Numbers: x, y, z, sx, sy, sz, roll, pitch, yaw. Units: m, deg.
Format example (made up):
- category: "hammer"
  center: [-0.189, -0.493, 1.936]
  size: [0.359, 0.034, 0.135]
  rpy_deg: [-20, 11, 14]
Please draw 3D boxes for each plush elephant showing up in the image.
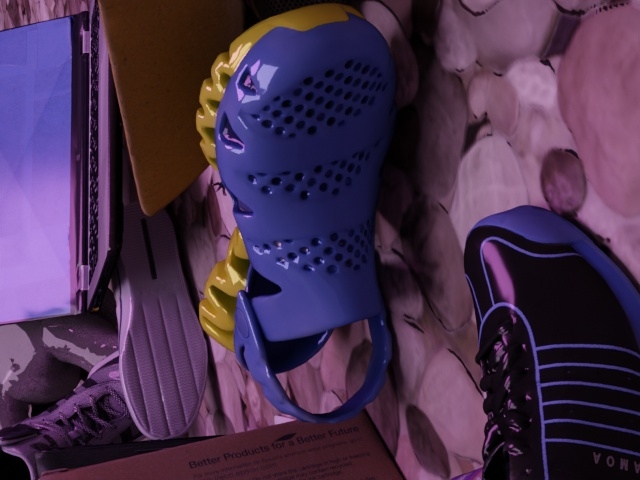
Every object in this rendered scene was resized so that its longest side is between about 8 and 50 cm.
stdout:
- category: "plush elephant"
  center: [-0.347, 0.145, 1.429]
  size: [0.330, 0.255, 0.272]
  rpy_deg: [38, 99, 13]

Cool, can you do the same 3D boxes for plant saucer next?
- category: "plant saucer"
  center: [-0.094, -0.236, 0.706]
  size: [0.333, 0.081, 0.332]
  rpy_deg: [94, 171, -60]

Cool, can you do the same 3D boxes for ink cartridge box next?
- category: "ink cartridge box"
  center: [-0.045, 0.223, 0.706]
  size: [0.193, 0.235, 0.088]
  rpy_deg: [-122, 32, -44]

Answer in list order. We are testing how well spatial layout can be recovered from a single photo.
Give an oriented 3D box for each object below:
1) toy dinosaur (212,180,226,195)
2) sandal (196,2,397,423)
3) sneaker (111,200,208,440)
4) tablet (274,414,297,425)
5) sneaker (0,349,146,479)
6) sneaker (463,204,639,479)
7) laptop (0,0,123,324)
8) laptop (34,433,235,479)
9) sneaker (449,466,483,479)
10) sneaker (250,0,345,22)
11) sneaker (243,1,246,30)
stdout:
- category: "toy dinosaur"
  center: [-0.057, -0.054, 0.905]
  size: [0.090, 0.047, 0.082]
  rpy_deg: [-11, -100, -79]
- category: "sandal"
  center: [0.000, 0.000, 0.673]
  size: [0.317, 0.126, 0.138]
  rpy_deg: [93, 152, -48]
- category: "sneaker"
  center: [-0.173, 0.088, 1.174]
  size: [0.091, 0.094, 0.258]
  rpy_deg: [118, 146, -70]
- category: "tablet"
  center: [-0.021, 0.178, 0.932]
  size: [0.083, 0.006, 0.054]
  rpy_deg: [169, 91, -67]
- category: "sneaker"
  center: [-0.264, 0.209, 1.193]
  size: [0.101, 0.268, 0.153]
  rpy_deg: [56, -169, -1]
- category: "sneaker"
  center: [0.104, 0.081, 0.473]
  size: [0.081, 0.090, 0.232]
  rpy_deg: [106, 146, -47]
- category: "laptop"
  center: [-0.355, -0.116, 1.215]
  size: [0.408, 0.236, 0.382]
  rpy_deg: [135, 134, -67]
- category: "laptop"
  center: [-0.149, 0.321, 0.961]
  size: [0.136, 0.234, 0.264]
  rpy_deg: [-38, -59, -77]
- category: "sneaker"
  center: [0.103, 0.180, 0.498]
  size: [0.095, 0.104, 0.236]
  rpy_deg: [64, 176, -32]
- category: "sneaker"
  center: [-0.022, -0.196, 0.674]
  size: [0.076, 0.065, 0.166]
  rpy_deg: [95, 162, -87]
- category: "sneaker"
  center: [-0.080, -0.142, 0.873]
  size: [0.065, 0.061, 0.158]
  rpy_deg: [98, 153, -51]
